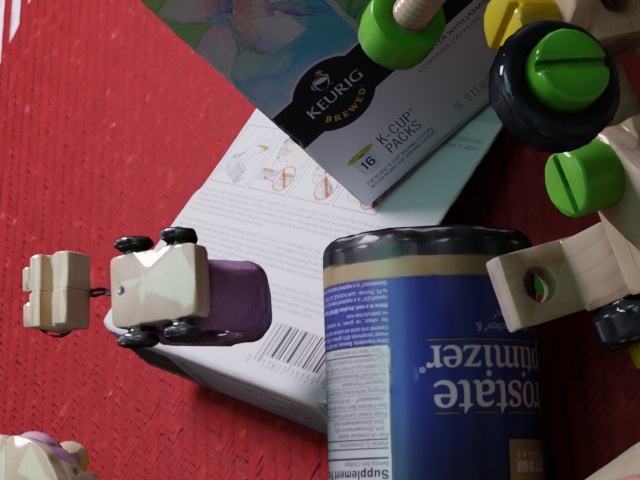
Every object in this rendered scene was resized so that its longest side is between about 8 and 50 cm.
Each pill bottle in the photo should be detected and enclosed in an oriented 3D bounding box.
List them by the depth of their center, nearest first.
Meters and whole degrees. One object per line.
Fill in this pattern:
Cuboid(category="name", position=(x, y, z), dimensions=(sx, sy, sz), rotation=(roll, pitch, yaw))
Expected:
Cuboid(category="pill bottle", position=(0.064, 0.107, 0.967), dimensions=(0.123, 0.123, 0.219), rotation=(-11, 78, 48))

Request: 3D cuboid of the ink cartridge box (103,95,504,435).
Cuboid(category="ink cartridge box", position=(0.000, 0.000, 1.169), dimensions=(0.275, 0.060, 0.239), rotation=(14, 64, 53))

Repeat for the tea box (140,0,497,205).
Cuboid(category="tea box", position=(-0.041, -0.258, 1.097), dimensions=(0.220, 0.323, 0.329), rotation=(-42, 43, 10))

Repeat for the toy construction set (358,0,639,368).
Cuboid(category="toy construction set", position=(0.182, -0.079, 0.884), dimensions=(0.309, 0.257, 0.237), rotation=(-45, -2, -27))

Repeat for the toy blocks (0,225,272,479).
Cuboid(category="toy blocks", position=(-0.115, 0.179, 1.076), dimensions=(0.288, 0.260, 0.309), rotation=(-9, 76, 29))

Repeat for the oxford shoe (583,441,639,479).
Cuboid(category="oxford shoe", position=(0.241, 0.110, 0.795), dimensions=(0.397, 0.140, 0.146), rotation=(-31, 16, 47))
